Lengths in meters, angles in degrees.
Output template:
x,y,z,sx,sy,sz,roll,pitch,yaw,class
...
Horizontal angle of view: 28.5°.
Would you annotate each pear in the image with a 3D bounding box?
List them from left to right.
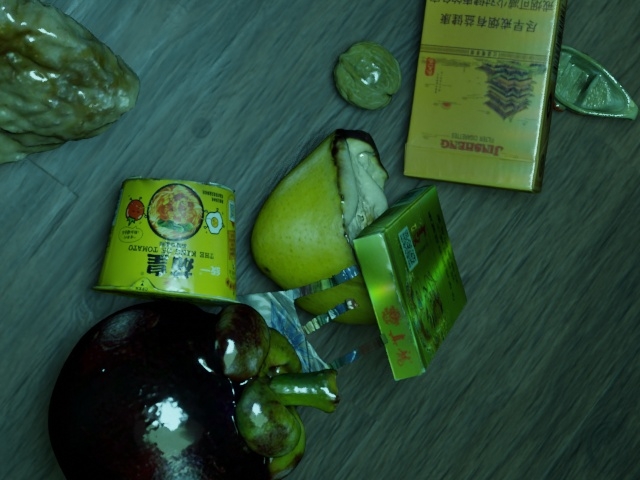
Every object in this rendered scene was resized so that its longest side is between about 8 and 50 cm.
x,y,z,sx,sy,sz,roll,pitch,yaw,class
0.001,0.003,1.584,0.178,0.267,0.266,-15,99,13,pear

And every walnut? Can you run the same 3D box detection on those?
x,y,z,sx,sy,sz,roll,pitch,yaw,class
0.061,-0.212,1.624,0.092,0.092,0.092,-1,95,-14,walnut

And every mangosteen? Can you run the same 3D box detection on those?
x,y,z,sx,sy,sz,roll,pitch,yaw,class
-0.167,0.198,1.472,0.297,0.297,0.313,23,129,-15,mangosteen

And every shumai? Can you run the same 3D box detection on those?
x,y,z,sx,sy,sz,roll,pitch,yaw,class
-0.385,-0.156,1.415,0.314,0.267,0.262,28,85,-9,shumai

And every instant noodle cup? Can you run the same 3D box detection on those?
x,y,z,sx,sy,sz,roll,pitch,yaw,class
-0.180,0.001,1.536,0.182,0.182,0.144,8,84,-15,instant noodle cup

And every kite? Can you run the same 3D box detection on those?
x,y,z,sx,sy,sz,roll,pitch,yaw,class
-0.014,0.122,1.527,0.015,0.310,0.169,-28,94,-35,kite

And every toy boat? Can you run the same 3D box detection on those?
x,y,z,sx,sy,sz,roll,pitch,yaw,class
0.344,-0.215,1.700,0.185,0.071,0.089,30,86,-15,toy boat

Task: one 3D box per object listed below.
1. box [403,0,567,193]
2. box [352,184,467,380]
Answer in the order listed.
x,y,z,sx,sy,sz,roll,pitch,yaw,class
0.213,-0.206,1.626,0.174,0.076,0.274,8,93,20,box
0.116,0.042,1.552,0.043,0.311,0.172,-14,99,19,box
